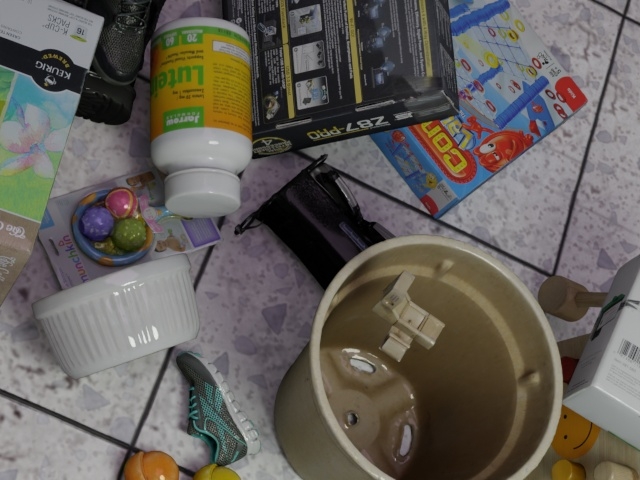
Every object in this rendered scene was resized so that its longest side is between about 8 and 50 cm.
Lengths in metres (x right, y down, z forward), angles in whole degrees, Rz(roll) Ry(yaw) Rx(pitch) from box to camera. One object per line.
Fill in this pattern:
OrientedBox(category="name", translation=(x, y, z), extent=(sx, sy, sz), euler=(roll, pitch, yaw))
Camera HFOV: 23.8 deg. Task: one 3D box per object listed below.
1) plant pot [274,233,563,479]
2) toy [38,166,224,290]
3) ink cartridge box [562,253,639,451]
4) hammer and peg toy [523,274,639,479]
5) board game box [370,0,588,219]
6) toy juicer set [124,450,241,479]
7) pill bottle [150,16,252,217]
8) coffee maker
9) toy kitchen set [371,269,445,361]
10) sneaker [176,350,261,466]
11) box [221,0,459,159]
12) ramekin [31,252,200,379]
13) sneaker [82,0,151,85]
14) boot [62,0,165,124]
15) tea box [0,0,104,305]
OrientedBox(category="plant pot", translation=(0.090, 0.197, 1.944), extent=(0.333, 0.305, 0.334), euler=(7, 69, -20))
OrientedBox(category="toy", translation=(-0.256, -0.031, 2.028), extent=(0.237, 0.056, 0.137), euler=(-18, 70, -29))
OrientedBox(category="ink cartridge box", translation=(0.429, 0.146, 1.941), extent=(0.160, 0.092, 0.219), euler=(32, 63, -6))
OrientedBox(category="hammer and peg toy", translation=(0.361, 0.200, 2.078), extent=(0.127, 0.266, 0.361), euler=(20, 64, -35))
OrientedBox(category="board game box", translation=(0.197, -0.239, 2.275), extent=(0.302, 0.086, 0.308), euler=(-37, 87, -29))
OrientedBox(category="toy juicer set", translation=(-0.139, 0.394, 1.910), extent=(0.329, 0.089, 0.209), euler=(32, 49, 1))
OrientedBox(category="pill bottle", translation=(-0.159, -0.161, 2.026), extent=(0.136, 0.136, 0.246), euler=(5, 70, -20))
OrientedBox(category="coffee maker", translation=(0.000, 0.000, 2.104), extent=(0.171, 0.120, 0.178), euler=(-41, 88, -6))
OrientedBox(category="toy kitchen set", translation=(0.103, 0.095, 1.769), extent=(0.083, 0.075, 0.068), euler=(34, 63, -2))
OrientedBox(category="sneaker", translation=(-0.148, 0.222, 1.979), extent=(0.076, 0.065, 0.166), euler=(-31, 83, -24))
OrientedBox(category="box", translation=(0.017, -0.337, 2.136), extent=(0.318, 0.097, 0.395), euler=(-12, 69, 19))
OrientedBox(category="ramekin", translation=(-0.249, 0.099, 1.908), extent=(0.207, 0.207, 0.109), euler=(-18, 88, -27))
OrientedBox(category="sneaker", translation=(-0.247, -0.321, 1.972), extent=(0.087, 0.130, 0.228), euler=(12, 77, -31))
OrientedBox(category="boot", translation=(-0.374, -0.330, 2.045), extent=(0.348, 0.131, 0.260), euler=(23, 69, -29))
OrientedBox(category="tea box", translation=(-0.436, -0.103, 1.831), extent=(0.220, 0.329, 0.324), euler=(18, 64, -15))
